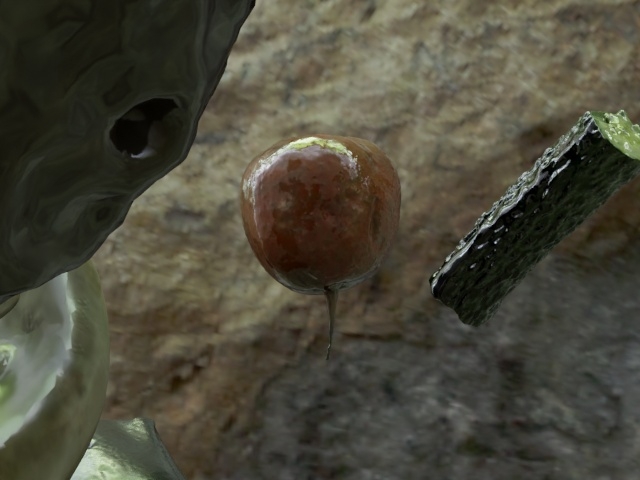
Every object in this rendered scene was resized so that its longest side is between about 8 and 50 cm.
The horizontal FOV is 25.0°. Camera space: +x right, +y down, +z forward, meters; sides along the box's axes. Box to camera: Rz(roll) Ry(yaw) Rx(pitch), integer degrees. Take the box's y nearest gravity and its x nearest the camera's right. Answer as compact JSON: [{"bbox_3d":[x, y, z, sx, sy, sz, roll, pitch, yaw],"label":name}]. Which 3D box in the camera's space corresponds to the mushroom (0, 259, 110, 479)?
[{"bbox_3d":[-0.295,0.043,0.929,0.294,0.362,0.362,-44,-122,40],"label":"mushroom"}]

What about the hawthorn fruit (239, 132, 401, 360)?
[{"bbox_3d":[0.009,-0.016,1.281,0.149,0.149,0.189,-42,-131,17],"label":"hawthorn fruit"}]

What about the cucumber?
[{"bbox_3d":[0.141,-0.014,0.947,0.187,0.058,0.058,-48,-123,38],"label":"cucumber"}]

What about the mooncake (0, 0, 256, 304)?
[{"bbox_3d":[-0.165,-0.108,0.447,0.324,0.324,0.187,-51,-125,12],"label":"mooncake"}]

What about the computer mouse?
[{"bbox_3d":[-0.162,0.219,1.157,0.147,0.088,0.264,-24,-143,-21],"label":"computer mouse"}]
